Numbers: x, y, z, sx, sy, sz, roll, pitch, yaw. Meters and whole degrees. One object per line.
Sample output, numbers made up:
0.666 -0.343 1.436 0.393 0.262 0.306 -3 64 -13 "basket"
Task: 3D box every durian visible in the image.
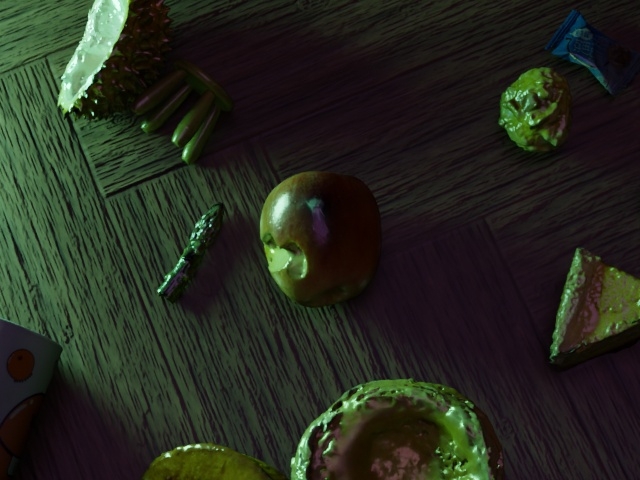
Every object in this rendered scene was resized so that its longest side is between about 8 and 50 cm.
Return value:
-0.290 -0.269 1.991 0.183 0.138 0.249 13 73 46 "durian"

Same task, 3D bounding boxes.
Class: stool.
-0.200 -0.191 1.991 0.135 0.134 0.110 43 79 -33 "stool"

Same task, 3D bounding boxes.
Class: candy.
0.409 -0.276 2.029 0.136 0.038 0.088 36 65 4 "candy"

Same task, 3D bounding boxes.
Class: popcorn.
0.310 -0.188 1.970 0.106 0.116 0.120 6 116 12 "popcorn"

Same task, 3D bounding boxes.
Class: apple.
0.000 0.000 1.898 0.199 0.199 0.199 -1 74 2 "apple"

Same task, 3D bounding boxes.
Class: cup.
-0.500 0.256 1.822 0.212 0.212 0.317 17 77 7 "cup"

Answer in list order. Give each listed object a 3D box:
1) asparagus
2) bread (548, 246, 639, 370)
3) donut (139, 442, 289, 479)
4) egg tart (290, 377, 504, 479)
-0.183 0.015 1.971 0.036 0.030 0.165 23 76 20 "asparagus"
0.405 0.112 1.861 0.160 0.140 0.169 15 79 18 "bread"
-0.128 0.407 1.769 0.303 0.110 0.303 -1 89 28 "donut"
0.103 0.320 1.818 0.288 0.118 0.288 -2 70 6 "egg tart"
